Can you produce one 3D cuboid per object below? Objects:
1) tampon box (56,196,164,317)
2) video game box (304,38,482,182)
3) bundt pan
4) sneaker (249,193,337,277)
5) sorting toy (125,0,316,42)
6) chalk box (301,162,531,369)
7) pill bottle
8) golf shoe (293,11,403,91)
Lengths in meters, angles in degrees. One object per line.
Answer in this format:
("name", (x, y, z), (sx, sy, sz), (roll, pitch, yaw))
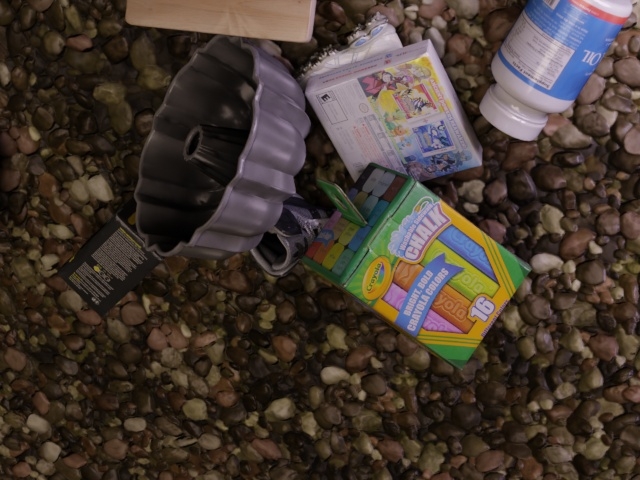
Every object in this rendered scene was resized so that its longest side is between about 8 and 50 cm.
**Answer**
("tampon box", (-0.307, 0.016, 2.007), (0.101, 0.120, 0.161), (45, 118, -7))
("video game box", (0.105, -0.167, 1.807), (0.187, 0.048, 0.205), (-13, 129, 24))
("bundt pan", (-0.128, -0.119, 1.806), (0.124, 0.331, 0.331), (19, 124, -31))
("sneaker", (0.000, 0.000, 1.888), (0.269, 0.153, 0.101), (9, 117, 13))
("sorting toy", (-0.116, -0.403, 1.739), (0.257, 0.089, 0.255), (8, 95, 13))
("chalk box", (0.105, 0.016, 1.778), (0.289, 0.180, 0.179), (35, 88, -20))
("pill bottle", (0.303, -0.246, 1.701), (0.124, 0.124, 0.221), (31, 120, 2))
("golf shoe", (0.038, -0.243, 1.818), (0.176, 0.069, 0.086), (-28, 110, 27))
